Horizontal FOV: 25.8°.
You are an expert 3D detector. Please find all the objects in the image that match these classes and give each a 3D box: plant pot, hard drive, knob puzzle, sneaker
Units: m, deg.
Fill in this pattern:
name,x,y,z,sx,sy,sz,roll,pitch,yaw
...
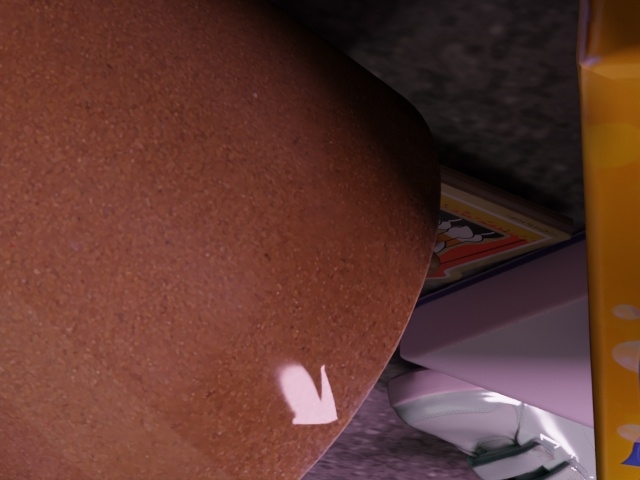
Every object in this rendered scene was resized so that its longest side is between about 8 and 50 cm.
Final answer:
name,x,y,z,sx,sy,sz,roll,pitch,yaw
plant pot,-0.127,-0.041,0.498,0.237,0.237,0.254,-16,133,41
hard drive,0.237,0.077,0.822,0.319,0.040,0.210,22,151,-29
knob puzzle,0.000,0.000,0.720,0.213,0.030,0.213,5,161,2
sneaker,0.151,0.175,0.926,0.256,0.151,0.094,22,153,-25

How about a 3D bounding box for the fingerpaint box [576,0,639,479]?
name,x,y,z,sx,sy,sz,roll,pitch,yaw
fingerpaint box,0.284,0.025,0.492,0.371,0.163,0.445,2,147,13
